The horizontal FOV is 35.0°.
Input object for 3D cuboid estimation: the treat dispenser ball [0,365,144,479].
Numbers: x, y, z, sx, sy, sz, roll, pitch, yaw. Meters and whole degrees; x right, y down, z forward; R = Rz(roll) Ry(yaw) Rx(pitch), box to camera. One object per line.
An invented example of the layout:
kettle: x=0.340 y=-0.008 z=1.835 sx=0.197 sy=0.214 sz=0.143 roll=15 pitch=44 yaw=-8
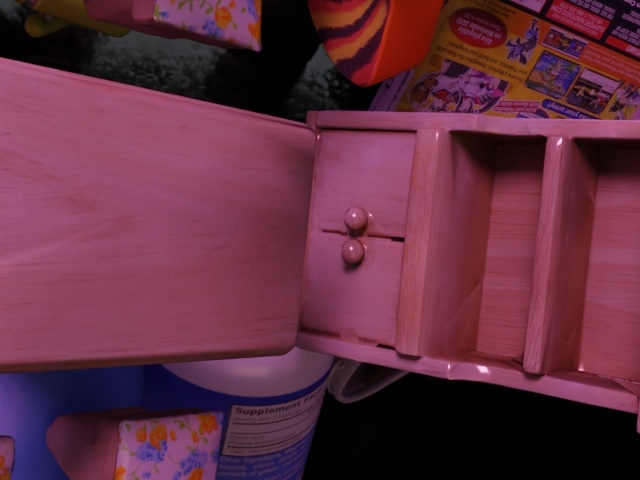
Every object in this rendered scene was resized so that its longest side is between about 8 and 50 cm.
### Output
treat dispenser ball: x=-0.252 y=0.092 z=0.613 sx=0.288 sy=0.288 sz=0.288 roll=-10 pitch=127 yaw=-14

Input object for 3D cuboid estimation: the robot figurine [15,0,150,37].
robot figurine: x=-0.145 y=-0.165 z=0.615 sx=0.115 sy=0.067 sz=0.101 roll=15 pitch=125 yaw=-29

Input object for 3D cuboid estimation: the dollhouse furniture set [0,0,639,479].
dollhouse furniture set: x=0.000 y=0.000 z=0.476 sx=0.394 sy=0.256 sz=0.362 roll=4 pitch=92 yaw=-51

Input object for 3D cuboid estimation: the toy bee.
toy bee: x=0.053 y=-0.247 z=0.604 sx=0.195 sy=0.162 sz=0.298 roll=-12 pitch=149 yaw=-52

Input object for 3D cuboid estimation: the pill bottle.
pill bottle: x=-0.070 y=0.100 z=0.777 sx=0.152 sy=0.152 sz=0.272 roll=0 pitch=123 yaw=-21

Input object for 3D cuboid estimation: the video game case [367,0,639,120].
video game case: x=0.195 y=-0.140 z=0.784 sx=0.274 sy=0.035 sz=0.248 roll=14 pitch=117 yaw=-29

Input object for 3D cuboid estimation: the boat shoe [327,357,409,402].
boat shoe: x=0.136 y=0.022 z=0.798 sx=0.320 sy=0.103 sz=0.118 roll=-26 pitch=140 yaw=12
